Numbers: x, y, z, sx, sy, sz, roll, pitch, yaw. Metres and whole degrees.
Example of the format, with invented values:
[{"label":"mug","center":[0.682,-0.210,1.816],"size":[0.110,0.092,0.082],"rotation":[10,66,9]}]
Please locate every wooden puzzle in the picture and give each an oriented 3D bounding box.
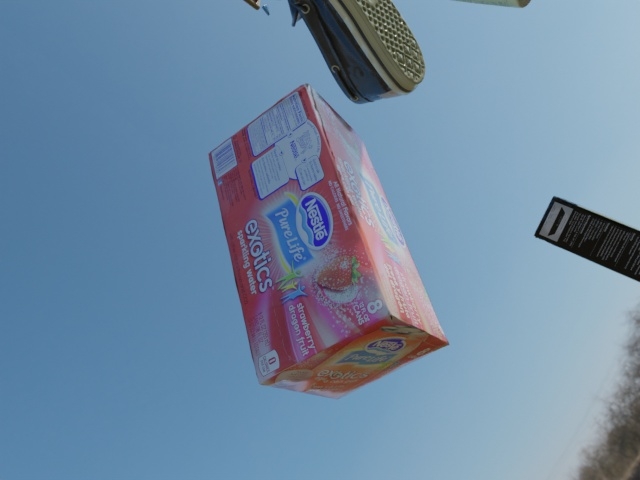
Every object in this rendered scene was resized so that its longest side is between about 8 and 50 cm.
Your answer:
[{"label":"wooden puzzle","center":[-0.153,-0.526,1.176],"size":[0.116,0.078,0.014],"rotation":[20,-37,-39]}]

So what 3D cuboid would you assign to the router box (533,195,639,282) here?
[{"label":"router box","center":[0.295,0.002,0.569],"size":[0.179,0.133,0.046],"rotation":[-6,-59,-65]}]

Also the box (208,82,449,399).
[{"label":"box","center":[0.000,0.000,0.618],"size":[0.154,0.300,0.142],"rotation":[-32,-34,21]}]

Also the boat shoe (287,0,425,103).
[{"label":"boat shoe","center":[-0.003,-0.455,0.992],"size":[0.500,0.156,0.187],"rotation":[53,-134,-18]}]

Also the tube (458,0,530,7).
[{"label":"tube","center":[0.176,-0.365,0.783],"size":[0.070,0.240,0.062],"rotation":[26,-92,-52]}]
